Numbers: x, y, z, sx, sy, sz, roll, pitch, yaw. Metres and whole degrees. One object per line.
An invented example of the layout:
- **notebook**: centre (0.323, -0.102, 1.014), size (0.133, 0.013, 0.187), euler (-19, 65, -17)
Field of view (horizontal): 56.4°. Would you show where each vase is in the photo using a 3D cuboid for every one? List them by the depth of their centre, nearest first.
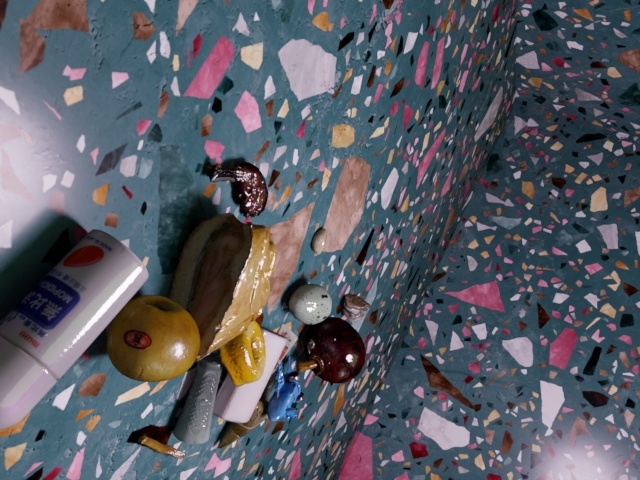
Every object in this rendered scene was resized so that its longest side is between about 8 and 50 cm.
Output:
- **vase**: centre (-0.304, 0.400, 1.531), size (0.096, 0.096, 0.220), euler (1, 107, -65)

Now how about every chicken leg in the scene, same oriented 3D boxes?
- **chicken leg**: centre (-0.180, -0.128, 1.366), size (0.106, 0.051, 0.253), euler (-58, 153, -7)

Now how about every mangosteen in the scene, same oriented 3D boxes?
- **mangosteen**: centre (0.025, 0.395, 2.075), size (0.261, 0.235, 0.236), euler (-25, 134, -38)

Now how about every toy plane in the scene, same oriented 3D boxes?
- **toy plane**: centre (-0.111, 0.494, 1.926), size (0.271, 0.104, 0.254), euler (-82, 161, -71)

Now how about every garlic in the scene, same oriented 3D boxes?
- **garlic**: centre (0.000, 0.000, 1.882), size (0.053, 0.041, 0.083), euler (52, 56, -69)

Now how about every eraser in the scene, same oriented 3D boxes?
- **eraser**: centre (-0.203, 0.384, 1.725), size (0.270, 0.094, 0.174), euler (-64, 157, -6)

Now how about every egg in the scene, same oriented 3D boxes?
- **egg**: centre (-0.034, 0.202, 1.873), size (0.164, 0.131, 0.131), euler (-9, 119, -65)

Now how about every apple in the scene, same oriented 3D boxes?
- **apple**: centre (-0.329, 0.191, 1.181), size (0.182, 0.182, 0.155), euler (-10, 112, -63)

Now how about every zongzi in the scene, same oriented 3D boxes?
- **zongzi**: centre (-0.233, 0.574, 1.867), size (0.176, 0.078, 0.160), euler (-55, 156, -3)

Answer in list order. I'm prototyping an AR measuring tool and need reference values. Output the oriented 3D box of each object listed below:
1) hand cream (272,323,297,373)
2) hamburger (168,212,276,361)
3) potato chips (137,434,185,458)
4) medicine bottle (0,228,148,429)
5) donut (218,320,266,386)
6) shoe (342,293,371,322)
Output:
- **hand cream**: centre (-0.154, 0.377, 1.877), size (0.080, 0.050, 0.234), euler (49, 60, -27)
- **hamburger**: centre (-0.213, 0.101, 1.362), size (0.209, 0.162, 0.330), euler (6, 103, -68)
- **potato chips**: centre (-0.403, 0.518, 1.498), size (0.026, 0.037, 0.204), euler (-68, 154, -24)
- **medicine bottle**: centre (-0.436, 0.144, 0.960), size (0.341, 0.130, 0.130), euler (-54, 153, -27)
- **donut**: centre (-0.195, 0.284, 1.557), size (0.174, 0.074, 0.190), euler (-62, 139, -71)
- **shoe**: centre (0.128, 0.272, 2.361), size (0.092, 0.089, 0.180), euler (-57, 156, 8)
